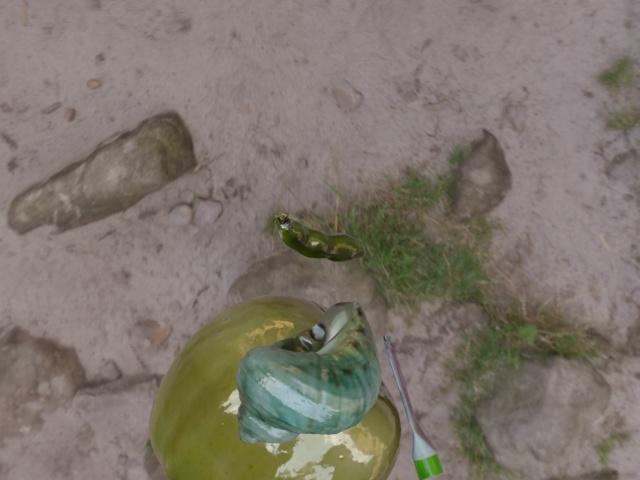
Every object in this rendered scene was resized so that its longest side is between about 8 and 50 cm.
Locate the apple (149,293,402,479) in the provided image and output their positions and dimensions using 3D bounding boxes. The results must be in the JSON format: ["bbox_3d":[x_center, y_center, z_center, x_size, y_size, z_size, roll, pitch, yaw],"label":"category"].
[{"bbox_3d":[-0.085,0.339,1.519,0.474,0.473,0.473,-1,107,-5],"label":"apple"}]

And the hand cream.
[{"bbox_3d":[0.168,0.313,1.509,0.050,0.079,0.275,-14,77,-17],"label":"hand cream"}]

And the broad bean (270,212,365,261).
[{"bbox_3d":[-0.003,0.003,1.330,0.065,0.046,0.255,-49,144,17],"label":"broad bean"}]

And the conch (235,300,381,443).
[{"bbox_3d":[-0.014,0.156,0.907,0.188,0.176,0.121,-19,117,-17],"label":"conch"}]
